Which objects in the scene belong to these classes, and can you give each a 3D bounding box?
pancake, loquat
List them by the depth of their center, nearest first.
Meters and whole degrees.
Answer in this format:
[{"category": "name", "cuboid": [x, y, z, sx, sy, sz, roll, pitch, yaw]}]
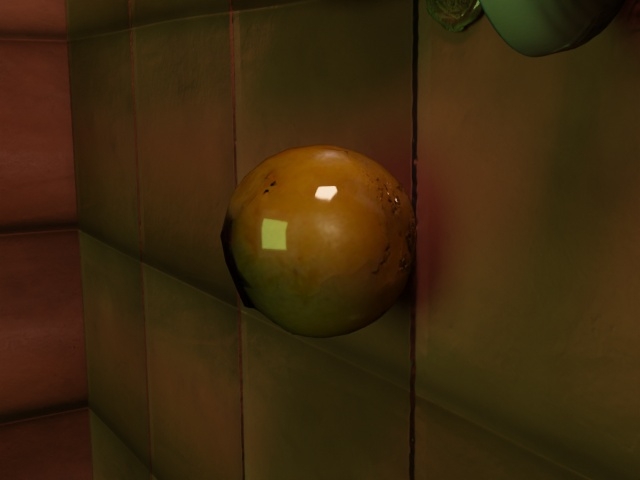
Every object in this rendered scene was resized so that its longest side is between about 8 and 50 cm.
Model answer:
[{"category": "pancake", "cuboid": [0.145, -0.279, 0.944, 0.115, 0.011, 0.115, 18, 110, 60]}, {"category": "loquat", "cuboid": [0.000, 0.000, 1.032, 0.235, 0.235, 0.235, 18, 111, 58]}]

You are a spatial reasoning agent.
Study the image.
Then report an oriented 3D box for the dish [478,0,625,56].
[{"category": "dish", "cuboid": [0.207, -0.278, 0.634, 0.133, 0.273, 0.274, 0, 96, 35]}]
